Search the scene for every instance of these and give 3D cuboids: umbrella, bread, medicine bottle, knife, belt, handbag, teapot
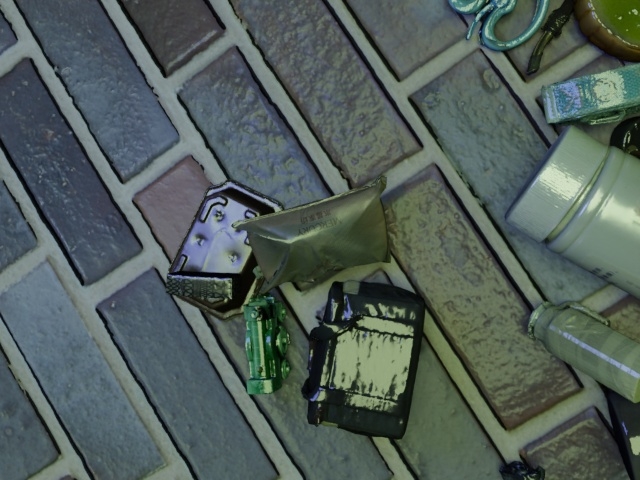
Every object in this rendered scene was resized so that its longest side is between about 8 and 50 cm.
[{"bbox_3d":[0.369,0.486,1.063,0.071,0.080,0.224,-11,91,-26],"label":"umbrella"},{"bbox_3d":[0.537,-0.415,1.038,0.236,0.070,0.236,0,91,5],"label":"bread"},{"bbox_3d":[0.478,-0.027,0.987,0.332,0.190,0.190,30,94,8],"label":"medicine bottle"},{"bbox_3d":[0.412,-0.383,1.090,0.046,0.021,0.222,22,89,8],"label":"knife"},{"bbox_3d":[0.462,-0.231,1.021,0.163,0.148,0.082,-9,90,37],"label":"belt"},{"bbox_3d":[0.068,0.194,1.060,0.182,0.181,0.254,10,90,2],"label":"handbag"},{"bbox_3d":[0.000,0.000,1.089,0.271,0.117,0.182,-17,122,-1],"label":"handbag"},{"bbox_3d":[0.441,0.160,1.007,0.107,0.077,0.200,-33,40,-22],"label":"teapot"}]

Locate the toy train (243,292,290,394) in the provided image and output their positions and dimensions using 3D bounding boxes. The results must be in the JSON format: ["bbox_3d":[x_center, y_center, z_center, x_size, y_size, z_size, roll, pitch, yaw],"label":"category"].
[{"bbox_3d":[-0.100,0.183,1.124,0.071,0.104,0.178,-5,87,13],"label":"toy train"}]

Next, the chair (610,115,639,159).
[{"bbox_3d":[0.559,-0.145,0.985,0.095,0.221,0.104,39,93,-16],"label":"chair"}]

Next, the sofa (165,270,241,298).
[{"bbox_3d":[-0.199,0.075,1.079,0.118,0.060,0.039,3,96,8],"label":"sofa"}]

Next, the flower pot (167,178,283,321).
[{"bbox_3d":[-0.180,0.018,1.149,0.179,0.084,0.250,27,94,9],"label":"flower pot"}]

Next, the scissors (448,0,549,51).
[{"bbox_3d":[0.367,-0.508,1.060,0.180,0.032,0.393,34,102,-5],"label":"scissors"}]

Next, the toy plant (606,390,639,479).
[{"bbox_3d":[0.666,0.281,0.953,0.400,0.185,0.279,-14,100,17],"label":"toy plant"}]
